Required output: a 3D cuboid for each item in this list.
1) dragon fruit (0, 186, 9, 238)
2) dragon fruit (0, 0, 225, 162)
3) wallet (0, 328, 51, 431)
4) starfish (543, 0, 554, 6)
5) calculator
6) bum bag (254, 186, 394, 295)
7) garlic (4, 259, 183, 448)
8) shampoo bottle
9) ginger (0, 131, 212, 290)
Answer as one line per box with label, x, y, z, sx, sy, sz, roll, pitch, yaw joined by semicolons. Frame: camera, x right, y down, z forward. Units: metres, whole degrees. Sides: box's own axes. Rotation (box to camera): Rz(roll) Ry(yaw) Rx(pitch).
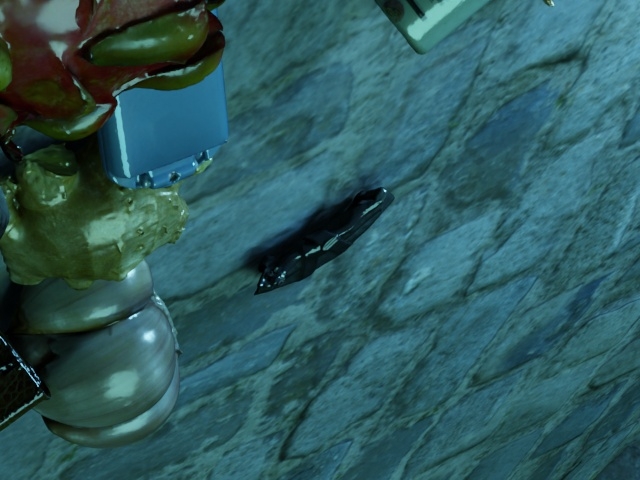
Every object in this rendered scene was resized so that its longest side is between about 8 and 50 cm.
dragon fruit;-0.374;-0.042;0.939;0.282;0.221;0.204;-26;-178;-3
dragon fruit;-0.168;-0.190;0.924;0.243;0.228;0.307;-28;173;6
wallet;-0.396;0.168;1.334;0.243;0.133;0.039;-35;179;3
starfish;0.225;-0.285;1.384;0.133;0.041;0.130;-8;142;-42
calculator;-0.136;-0.139;1.155;0.121;0.039;0.210;-24;128;-29
bum bag;0.000;0.000;1.592;0.197;0.049;0.087;-36;169;-5
garlic;-0.220;0.112;1.403;0.191;0.160;0.214;-36;159;-22
shampoo bottle;0.168;-0.284;1.274;0.262;0.085;0.085;-39;153;9
ginger;-0.199;-0.036;1.254;0.216;0.102;0.157;-23;125;-10
